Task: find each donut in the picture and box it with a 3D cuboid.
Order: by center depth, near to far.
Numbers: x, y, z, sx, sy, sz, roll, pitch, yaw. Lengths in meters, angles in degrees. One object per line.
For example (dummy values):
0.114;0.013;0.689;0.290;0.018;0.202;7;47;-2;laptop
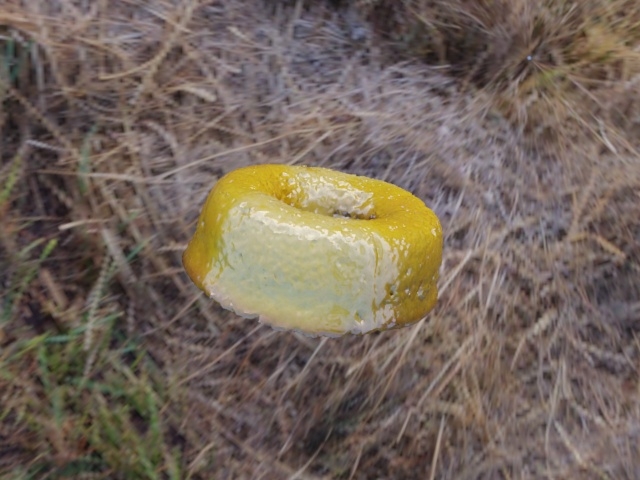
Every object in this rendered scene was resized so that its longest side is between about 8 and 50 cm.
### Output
0.000;0.000;0.841;0.152;0.152;0.058;15;110;6;donut
